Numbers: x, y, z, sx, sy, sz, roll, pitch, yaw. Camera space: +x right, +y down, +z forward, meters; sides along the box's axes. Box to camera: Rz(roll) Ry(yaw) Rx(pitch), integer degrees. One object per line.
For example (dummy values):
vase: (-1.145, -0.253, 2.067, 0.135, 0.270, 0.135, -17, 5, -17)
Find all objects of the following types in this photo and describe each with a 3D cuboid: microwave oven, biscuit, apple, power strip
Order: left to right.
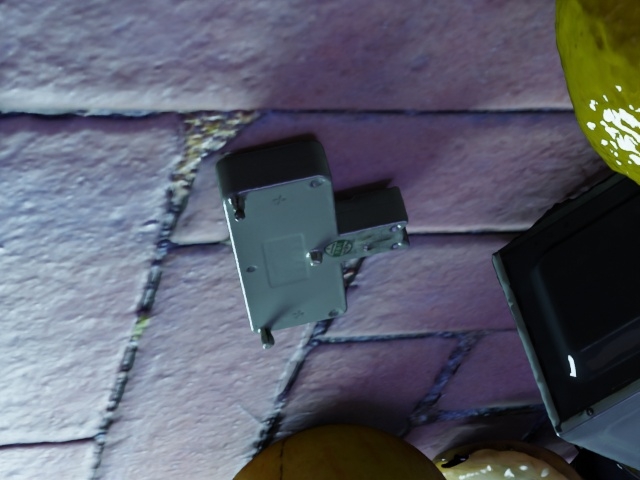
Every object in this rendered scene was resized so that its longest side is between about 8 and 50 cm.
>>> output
power strip: (0.000, 0.000, 1.199, 0.145, 0.061, 0.215, -14, 148, -3)
apple: (0.017, 0.322, 1.528, 0.286, 0.233, 0.286, -12, 143, -10)
biscuit: (0.212, 0.293, 1.651, 0.260, 0.041, 0.203, -14, 125, 47)
microwave oven: (0.370, 0.023, 1.255, 0.355, 0.218, 0.286, -35, 141, 26)

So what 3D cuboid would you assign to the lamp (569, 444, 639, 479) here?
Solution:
lamp: (0.335, 0.278, 1.665, 0.172, 0.147, 0.227, 32, 137, 7)

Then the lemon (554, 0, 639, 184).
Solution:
lemon: (0.282, -0.132, 0.955, 0.253, 0.253, 0.310, -29, 156, 18)
